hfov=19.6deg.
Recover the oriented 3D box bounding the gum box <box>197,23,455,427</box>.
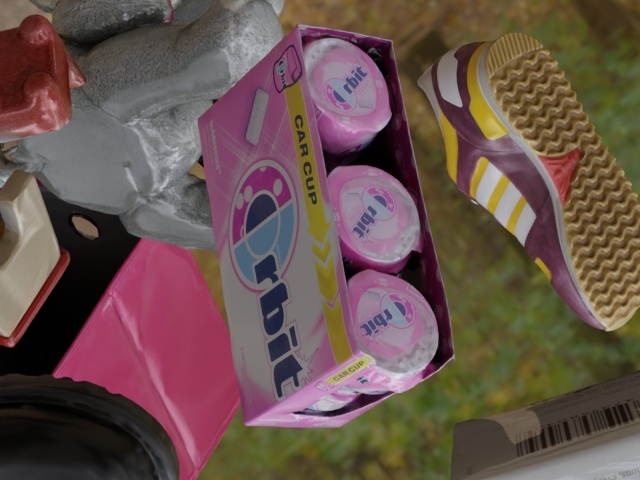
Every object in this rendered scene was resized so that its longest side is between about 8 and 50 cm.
[{"bbox_3d":[0.000,0.000,0.949,0.062,0.188,0.107,5,154,-33],"label":"gum box"}]

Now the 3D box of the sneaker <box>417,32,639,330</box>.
[{"bbox_3d":[0.123,-0.031,1.073,0.069,0.185,0.084,-33,-167,-32],"label":"sneaker"}]

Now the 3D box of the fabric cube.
[{"bbox_3d":[-0.255,0.120,1.759,0.254,0.258,0.259,5,-133,30],"label":"fabric cube"}]

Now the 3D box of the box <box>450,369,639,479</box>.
[{"bbox_3d":[0.102,0.094,0.604,0.101,0.087,0.102,-18,-177,6],"label":"box"}]

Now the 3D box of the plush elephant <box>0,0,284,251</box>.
[{"bbox_3d":[-0.139,-0.142,1.538,0.330,0.272,0.255,-2,-136,20],"label":"plush elephant"}]

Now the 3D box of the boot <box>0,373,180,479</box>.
[{"bbox_3d":[-0.260,0.199,1.076,0.348,0.131,0.260,-4,-156,1],"label":"boot"}]

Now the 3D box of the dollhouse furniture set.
[{"bbox_3d":[-0.283,-0.066,1.098,0.201,0.374,0.152,-61,155,-25],"label":"dollhouse furniture set"}]
